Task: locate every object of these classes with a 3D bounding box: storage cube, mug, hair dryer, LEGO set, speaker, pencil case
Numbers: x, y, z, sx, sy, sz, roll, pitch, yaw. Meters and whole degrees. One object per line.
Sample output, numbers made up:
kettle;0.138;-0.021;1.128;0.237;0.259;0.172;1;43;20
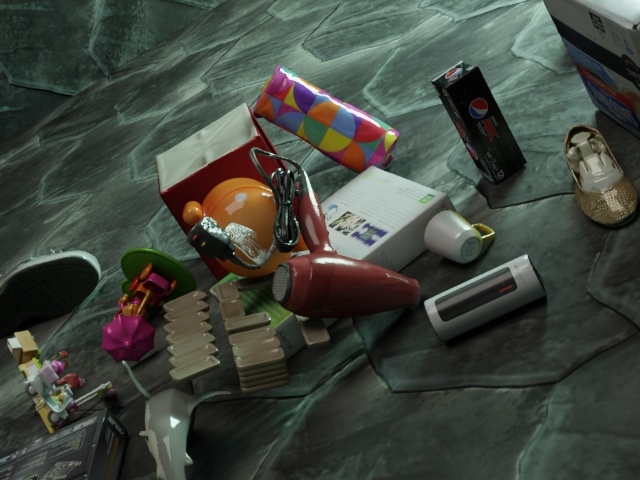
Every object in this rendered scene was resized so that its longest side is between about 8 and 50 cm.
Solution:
storage cube;-0.136;-0.076;1.750;0.184;0.193;0.215;-30;24;4
mug;0.183;-0.005;1.414;0.078;0.062;0.064;-43;34;-8
hair dryer;0.000;0.000;1.373;0.223;0.293;0.080;-53;-1;-40
LEGO set;-0.380;0.203;1.614;0.107;0.132;0.287;-29;17;-14
speaker;0.194;0.067;1.273;0.136;0.055;0.055;-26;26;12
pencil case;0.011;-0.183;1.725;0.104;0.236;0.104;-59;2;3

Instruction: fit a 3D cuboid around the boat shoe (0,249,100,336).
boat shoe;-0.531;0.085;2.003;0.320;0.118;0.103;-27;29;27

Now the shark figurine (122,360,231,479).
shark figurine;-0.150;0.223;1.267;0.116;0.166;0.278;-23;26;-4

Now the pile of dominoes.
pile of dominoes;-0.099;0.117;1.386;0.196;0.040;0.251;-12;22;-7

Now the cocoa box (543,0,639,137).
cocoa box;0.463;-0.269;1.372;0.231;0.228;0.347;-31;25;4

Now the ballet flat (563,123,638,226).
ballet flat;0.344;-0.089;1.370;0.073;0.067;0.206;-26;26;10

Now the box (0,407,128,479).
box;-0.375;0.336;1.429;0.231;0.056;0.183;-26;27;13

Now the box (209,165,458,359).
box;0.015;0.023;1.560;0.322;0.058;0.232;-36;25;-12

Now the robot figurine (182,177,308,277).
robot figurine;-0.100;-0.019;1.508;0.128;0.158;0.219;-39;15;-3

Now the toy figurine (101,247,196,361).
toy figurine;-0.292;0.120;1.691;0.173;0.130;0.159;-37;23;50

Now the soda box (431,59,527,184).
soda box;0.224;-0.166;1.528;0.060;0.169;0.053;-34;25;-5
